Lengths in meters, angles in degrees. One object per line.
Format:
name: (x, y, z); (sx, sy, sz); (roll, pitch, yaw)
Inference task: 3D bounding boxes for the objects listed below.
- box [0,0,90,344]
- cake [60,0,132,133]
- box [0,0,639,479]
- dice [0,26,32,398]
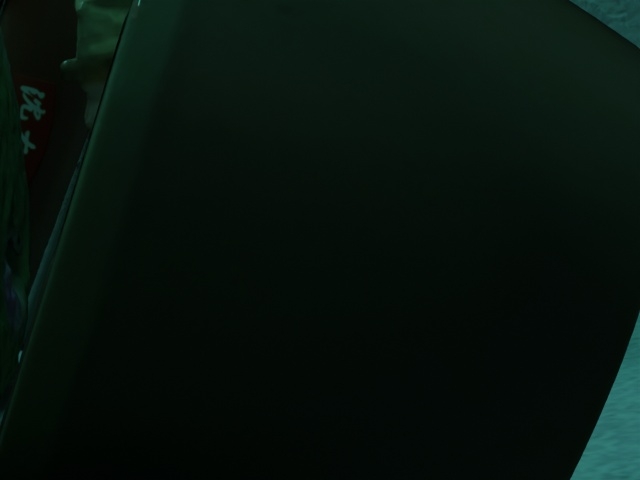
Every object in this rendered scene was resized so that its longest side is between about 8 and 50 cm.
box: (-0.142, -0.116, 1.622); (0.122, 0.345, 0.385); (32, 24, 20)
cake: (0.006, -0.065, 1.290); (0.314, 0.307, 0.293); (-6, 5, 10)
box: (0.000, 0.000, 0.767); (0.216, 0.301, 0.301); (15, 5, -7)
dice: (-0.379, -0.023, 1.254); (0.322, 0.330, 0.318); (-6, 12, 4)
